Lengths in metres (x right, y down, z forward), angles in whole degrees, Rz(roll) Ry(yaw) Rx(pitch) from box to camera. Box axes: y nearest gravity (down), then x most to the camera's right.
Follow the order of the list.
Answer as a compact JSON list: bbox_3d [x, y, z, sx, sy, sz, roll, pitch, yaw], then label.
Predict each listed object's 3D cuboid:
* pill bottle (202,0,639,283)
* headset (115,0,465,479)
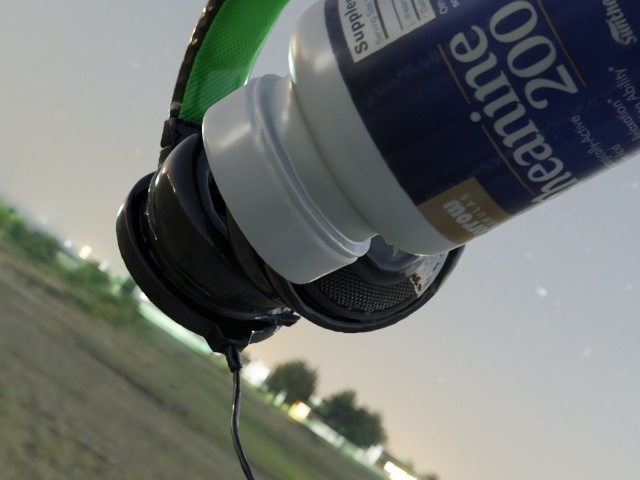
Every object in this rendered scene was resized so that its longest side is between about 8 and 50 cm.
[{"bbox_3d":[0.035,-0.037,0.341,0.067,0.120,0.067,51,21,-29],"label":"pill bottle"},{"bbox_3d":[0.000,0.000,0.891,0.185,0.394,0.243,16,-16,-33],"label":"headset"}]
